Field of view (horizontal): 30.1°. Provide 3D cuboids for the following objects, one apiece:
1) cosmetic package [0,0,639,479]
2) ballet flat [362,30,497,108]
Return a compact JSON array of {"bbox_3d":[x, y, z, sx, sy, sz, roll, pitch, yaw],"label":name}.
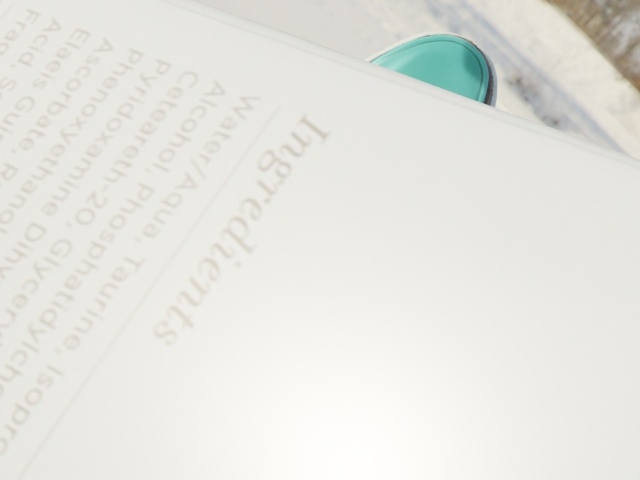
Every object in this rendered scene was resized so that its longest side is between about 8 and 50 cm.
[{"bbox_3d":[-0.040,0.135,0.476,0.393,0.327,0.329,24,-20,27],"label":"cosmetic package"},{"bbox_3d":[0.000,0.000,0.977,0.139,0.400,0.139,35,-12,9],"label":"ballet flat"}]
